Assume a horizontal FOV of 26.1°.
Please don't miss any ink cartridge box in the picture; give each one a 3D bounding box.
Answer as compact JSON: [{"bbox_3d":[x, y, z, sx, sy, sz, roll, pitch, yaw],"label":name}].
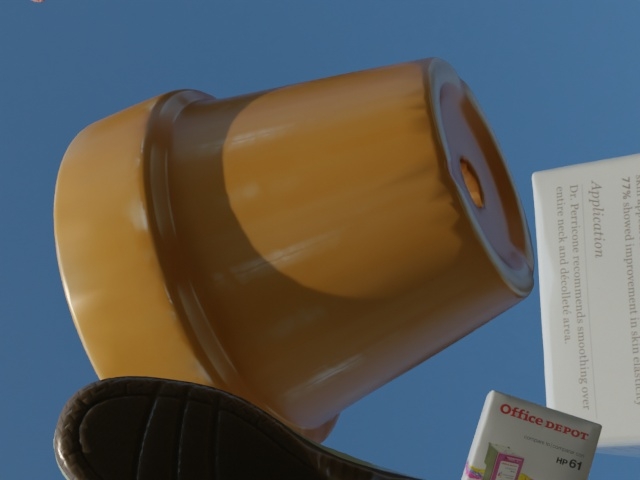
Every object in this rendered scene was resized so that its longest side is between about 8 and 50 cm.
[{"bbox_3d":[0.153,0.184,1.048,0.088,0.052,0.122,17,-102,7],"label":"ink cartridge box"}]

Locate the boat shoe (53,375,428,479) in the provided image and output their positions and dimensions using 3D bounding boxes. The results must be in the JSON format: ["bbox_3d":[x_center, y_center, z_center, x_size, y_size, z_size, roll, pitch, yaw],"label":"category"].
[{"bbox_3d":[-0.019,0.109,0.572,0.190,0.072,0.068,23,-101,-4],"label":"boat shoe"}]

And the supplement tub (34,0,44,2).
[{"bbox_3d":[-0.148,-0.339,1.034,0.316,0.193,0.193,-45,-73,-11],"label":"supplement tub"}]

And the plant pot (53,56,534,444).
[{"bbox_3d":[0.000,0.000,0.712,0.205,0.188,0.205,51,-152,-40],"label":"plant pot"}]

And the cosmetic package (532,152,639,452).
[{"bbox_3d":[0.492,0.077,1.602,0.327,0.393,0.329,19,-113,-58],"label":"cosmetic package"}]
